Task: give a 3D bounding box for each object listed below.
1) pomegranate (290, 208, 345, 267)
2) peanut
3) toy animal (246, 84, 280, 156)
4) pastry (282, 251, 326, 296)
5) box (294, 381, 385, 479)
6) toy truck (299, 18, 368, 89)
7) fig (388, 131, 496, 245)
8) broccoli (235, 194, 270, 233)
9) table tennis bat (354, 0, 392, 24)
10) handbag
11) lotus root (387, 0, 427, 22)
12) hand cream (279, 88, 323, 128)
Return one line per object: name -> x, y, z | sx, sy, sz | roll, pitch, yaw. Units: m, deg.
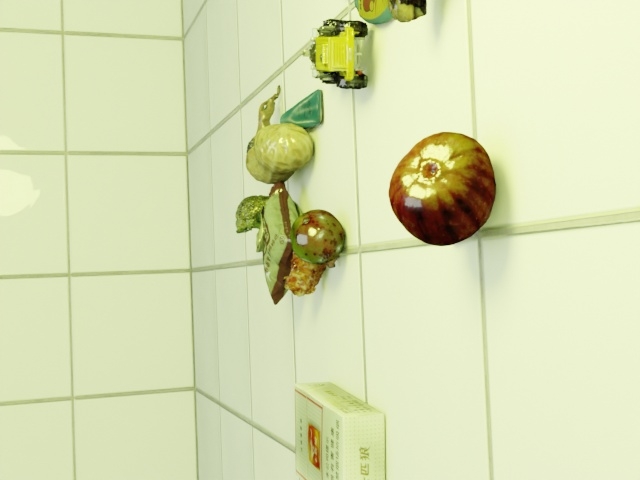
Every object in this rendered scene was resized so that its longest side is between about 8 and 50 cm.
pomegranate -> -0.001, -0.006, 1.828 | 0.130, 0.130, 0.130 | 179, 90, -72
peanut -> -0.110, -0.209, 2.089 | 0.120, 0.136, 0.298 | -49, 7, -19
toy animal -> -0.131, -0.306, 2.261 | 0.069, 0.086, 0.219 | -4, 69, 69
pastry -> -0.027, 0.045, 1.942 | 0.063, 0.087, 0.169 | -90, 20, -66
box -> 0.033, 0.428, 1.779 | 0.330, 0.095, 0.210 | -173, 82, -73
toy truck -> 0.022, -0.376, 1.714 | 0.286, 0.111, 0.136 | -136, 45, -72
fig -> 0.181, -0.051, 1.229 | 0.148, 0.149, 0.202 | 3, 123, 43
broccoli -> -0.173, -0.066, 2.336 | 0.120, 0.131, 0.130 | 46, 154, -2
table tennis bat -> 0.094, -0.512, 1.609 | 0.329, 0.044, 0.215 | -164, 71, -69
handbag -> -0.092, 0.001, 2.073 | 0.235, 0.127, 0.213 | -94, 11, -47
lotus root -> 0.135, -0.492, 1.302 | 0.183, 0.183, 0.310 | -123, 30, -57
hand cream -> -0.043, -0.298, 2.039 | 0.224, 0.048, 0.083 | 170, 101, -66
